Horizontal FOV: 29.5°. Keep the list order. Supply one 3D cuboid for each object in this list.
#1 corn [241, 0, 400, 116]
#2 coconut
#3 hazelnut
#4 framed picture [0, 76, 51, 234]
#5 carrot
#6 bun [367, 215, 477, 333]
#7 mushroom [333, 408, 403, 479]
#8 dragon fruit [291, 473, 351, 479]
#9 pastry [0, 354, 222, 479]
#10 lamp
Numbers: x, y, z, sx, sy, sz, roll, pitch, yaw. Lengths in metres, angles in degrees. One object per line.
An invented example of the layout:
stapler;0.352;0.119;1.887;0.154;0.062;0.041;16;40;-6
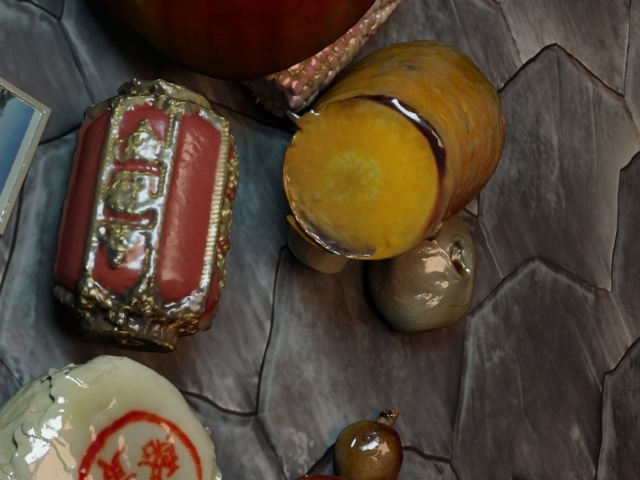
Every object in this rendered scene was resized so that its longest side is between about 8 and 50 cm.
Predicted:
corn;0.019;-0.280;1.508;0.127;0.126;0.335;49;54;-27
coconut;0.000;0.000;1.469;0.083;0.081;0.082;21;38;-24
hazelnut;-0.084;-0.370;1.290;0.359;0.359;0.409;37;55;-34
framed picture;-0.335;-0.094;1.202;0.109;0.011;0.149;33;61;-36
carrot;0.097;-0.116;1.442;0.224;0.224;0.341;69;21;-10
bun;0.145;0.033;1.579;0.166;0.113;0.173;-13;95;-45
mushroom;0.066;0.249;1.496;0.088;0.073;0.129;31;52;1
dragon fruit;-0.006;0.382;1.252;0.277;0.277;0.343;-53;138;-36
pastry;-0.218;0.237;1.178;0.264;0.133;0.265;13;70;-40
lamp;-0.176;-0.024;1.243;0.177;0.177;0.274;21;66;-40
